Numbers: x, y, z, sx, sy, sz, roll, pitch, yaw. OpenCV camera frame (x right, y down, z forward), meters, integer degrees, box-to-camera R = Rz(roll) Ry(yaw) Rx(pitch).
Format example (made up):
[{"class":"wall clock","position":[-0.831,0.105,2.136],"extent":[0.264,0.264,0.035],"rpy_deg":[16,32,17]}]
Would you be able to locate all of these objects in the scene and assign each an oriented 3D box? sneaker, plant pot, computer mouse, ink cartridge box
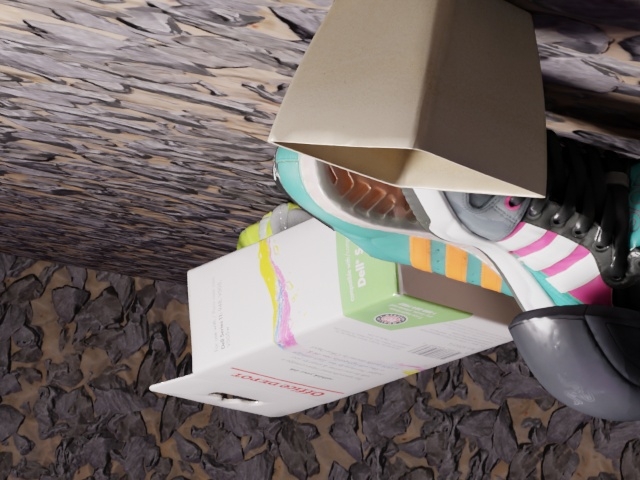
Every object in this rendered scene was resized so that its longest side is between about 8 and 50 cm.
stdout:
[{"class":"sneaker","position":[0.000,0.000,2.099],"extent":[0.126,0.091,0.240],"rpy_deg":[-6,-179,-23]},{"class":"sneaker","position":[0.105,-0.023,1.380],"extent":[0.302,0.108,0.121],"rpy_deg":[22,172,-22]},{"class":"plant pot","position":[0.054,-0.083,0.996],"extent":[0.109,0.096,0.109],"rpy_deg":[7,173,44]},{"class":"computer mouse","position":[0.254,0.091,1.230],"extent":[0.184,0.060,0.262],"rpy_deg":[-8,161,41]},{"class":"sneaker","position":[0.177,-0.028,1.196],"extent":[0.178,0.123,0.295],"rpy_deg":[-11,146,32]},{"class":"ink cartridge box","position":[0.009,0.071,1.920],"extent":[0.353,0.119,0.207],"rpy_deg":[-23,153,38]}]
